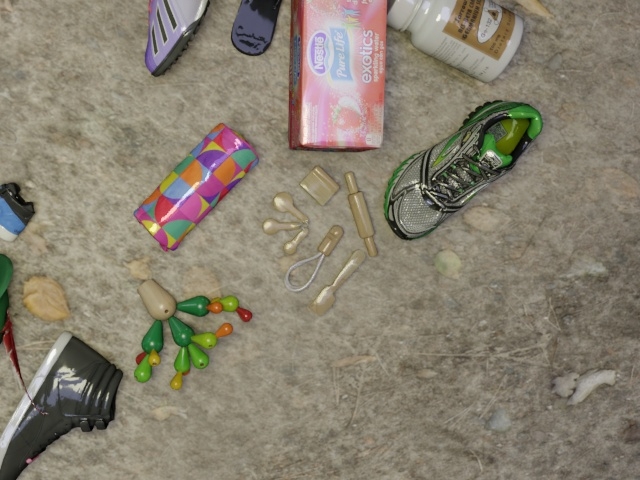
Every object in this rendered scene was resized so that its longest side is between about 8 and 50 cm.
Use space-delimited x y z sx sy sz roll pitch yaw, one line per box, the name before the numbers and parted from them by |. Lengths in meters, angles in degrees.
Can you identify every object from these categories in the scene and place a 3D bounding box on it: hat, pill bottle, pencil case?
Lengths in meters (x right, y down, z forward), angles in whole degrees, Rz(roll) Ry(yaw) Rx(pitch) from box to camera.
hat | -0.531 0.156 1.166 0.173 0.208 0.183 -11 133 22
pill bottle | 0.230 -0.386 1.259 0.229 0.131 0.131 23 89 -12
pencil case | -0.213 -0.090 1.212 0.104 0.104 0.236 44 87 -11

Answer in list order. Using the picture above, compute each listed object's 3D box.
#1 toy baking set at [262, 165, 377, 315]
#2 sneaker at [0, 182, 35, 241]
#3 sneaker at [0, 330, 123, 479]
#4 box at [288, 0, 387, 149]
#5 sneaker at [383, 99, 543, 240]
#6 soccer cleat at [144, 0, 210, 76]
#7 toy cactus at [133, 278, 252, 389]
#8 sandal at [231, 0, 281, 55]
toy baking set | 0.006 -0.004 1.297 0.196 0.030 0.256 -23 98 -6
sneaker | -0.542 -0.075 1.162 0.152 0.058 0.084 41 91 -16
sneaker | -0.437 0.314 1.188 0.147 0.104 0.296 28 84 -7
box | 0.026 -0.304 1.213 0.142 0.154 0.300 1 95 -12
sneaker | 0.251 -0.136 1.275 0.343 0.146 0.134 -45 101 -4
soccer cleat | -0.224 -0.409 1.125 0.116 0.109 0.318 25 124 -19
toy cactus | -0.246 0.145 1.232 0.219 0.112 0.180 -39 82 -4
sandal | -0.096 -0.450 1.227 0.097 0.054 0.255 6 93 -12
